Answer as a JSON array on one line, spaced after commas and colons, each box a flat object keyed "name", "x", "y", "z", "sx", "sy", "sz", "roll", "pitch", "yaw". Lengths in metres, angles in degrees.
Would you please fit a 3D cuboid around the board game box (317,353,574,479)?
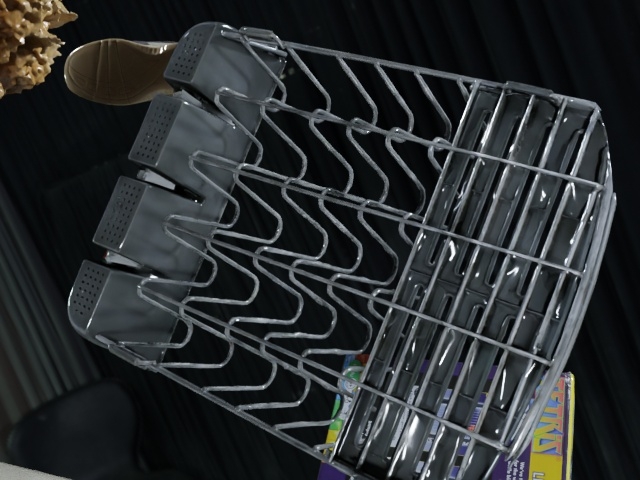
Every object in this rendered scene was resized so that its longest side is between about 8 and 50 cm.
[{"name": "board game box", "x": 0.068, "y": 0.153, "z": 0.453, "sx": 0.141, "sy": 0.048, "sz": 0.170, "roll": 4, "pitch": 55, "yaw": 18}]

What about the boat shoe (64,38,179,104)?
[{"name": "boat shoe", "x": -0.254, "y": -0.261, "z": 1.228, "sx": 0.285, "sy": 0.102, "sz": 0.092, "roll": -3, "pitch": 3, "yaw": 14}]

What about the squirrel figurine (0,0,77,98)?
[{"name": "squirrel figurine", "x": -0.401, "y": -0.218, "z": 0.612, "sx": 0.281, "sy": 0.370, "sz": 0.397, "roll": -2, "pitch": -14, "yaw": 28}]

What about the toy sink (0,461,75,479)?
[{"name": "toy sink", "x": -0.189, "y": 0.160, "z": 0.269, "sx": 0.234, "sy": 0.131, "sz": 0.153, "roll": 4, "pitch": 12, "yaw": 23}]

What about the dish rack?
[{"name": "dish rack", "x": 0.000, "y": 0.000, "z": 0.396, "sx": 0.272, "sy": 0.208, "sz": 0.074, "roll": 19, "pitch": -4, "yaw": 33}]
